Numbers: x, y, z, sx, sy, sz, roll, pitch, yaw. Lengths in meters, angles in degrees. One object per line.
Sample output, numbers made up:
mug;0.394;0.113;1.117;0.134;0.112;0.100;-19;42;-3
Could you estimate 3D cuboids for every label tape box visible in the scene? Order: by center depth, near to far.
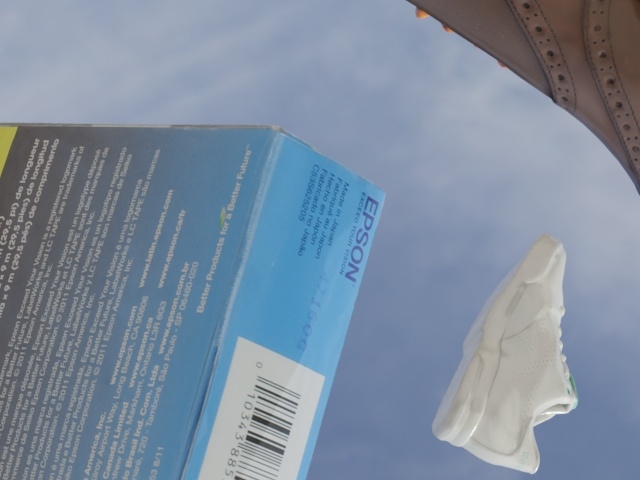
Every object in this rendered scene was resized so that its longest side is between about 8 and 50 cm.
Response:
label tape box;-0.147;0.059;1.123;0.348;0.115;0.249;3;-107;45

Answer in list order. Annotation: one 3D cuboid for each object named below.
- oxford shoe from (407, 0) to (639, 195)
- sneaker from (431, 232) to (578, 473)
oxford shoe;0.083;-0.093;0.621;0.098;0.271;0.097;-20;-159;21
sneaker;0.158;0.089;1.336;0.094;0.080;0.212;30;-129;-1
